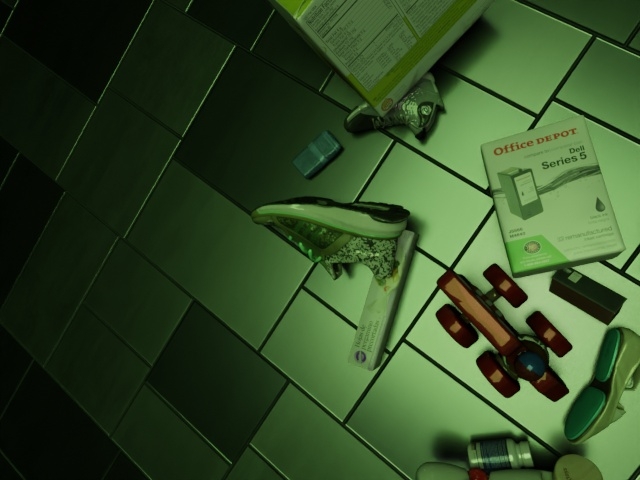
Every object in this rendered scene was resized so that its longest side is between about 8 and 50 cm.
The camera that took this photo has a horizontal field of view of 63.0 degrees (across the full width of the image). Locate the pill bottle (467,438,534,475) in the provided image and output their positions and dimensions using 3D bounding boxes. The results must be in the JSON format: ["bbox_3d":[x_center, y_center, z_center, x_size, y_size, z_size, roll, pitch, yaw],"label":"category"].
[{"bbox_3d":[0.367,0.442,1.066,0.120,0.067,0.066,-15,81,19],"label":"pill bottle"}]

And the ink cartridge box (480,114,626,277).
[{"bbox_3d":[0.447,-0.081,1.032,0.199,0.115,0.272,-15,76,19],"label":"ink cartridge box"}]

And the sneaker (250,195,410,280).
[{"bbox_3d":[0.000,0.000,1.174,0.411,0.158,0.181,9,104,37],"label":"sneaker"}]

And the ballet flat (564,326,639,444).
[{"bbox_3d":[0.559,0.290,1.003,0.086,0.086,0.248,25,94,20],"label":"ballet flat"}]

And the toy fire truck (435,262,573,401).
[{"bbox_3d":[0.344,0.180,0.992,0.169,0.254,0.302,-43,73,13],"label":"toy fire truck"}]

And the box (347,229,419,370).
[{"bbox_3d":[0.142,0.127,1.173,0.063,0.067,0.323,17,94,22],"label":"box"}]

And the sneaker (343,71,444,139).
[{"bbox_3d":[0.172,-0.273,1.179,0.229,0.086,0.132,-28,80,16],"label":"sneaker"}]

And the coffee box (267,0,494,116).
[{"bbox_3d":[0.082,-0.533,1.047,0.338,0.334,0.337,-45,52,12],"label":"coffee box"}]

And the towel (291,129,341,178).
[{"bbox_3d":[-0.008,-0.208,1.270,0.119,0.029,0.067,-40,74,13],"label":"towel"}]

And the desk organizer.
[{"bbox_3d":[0.526,0.107,1.036,0.047,0.050,0.130,-40,53,-20],"label":"desk organizer"}]

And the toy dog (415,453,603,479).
[{"bbox_3d":[0.359,0.506,0.971,0.334,0.161,0.220,-17,120,19],"label":"toy dog"}]
